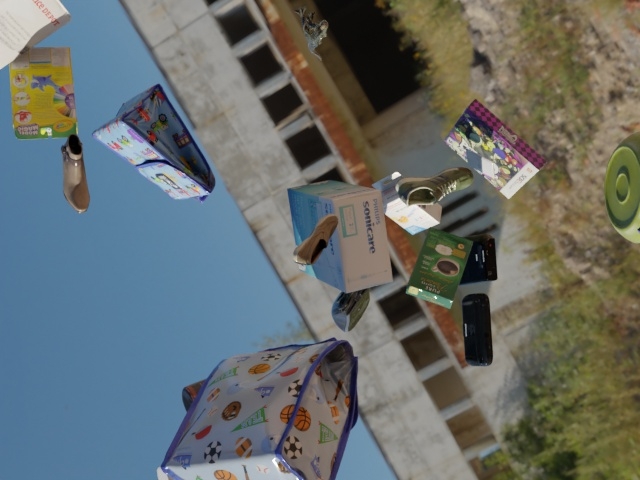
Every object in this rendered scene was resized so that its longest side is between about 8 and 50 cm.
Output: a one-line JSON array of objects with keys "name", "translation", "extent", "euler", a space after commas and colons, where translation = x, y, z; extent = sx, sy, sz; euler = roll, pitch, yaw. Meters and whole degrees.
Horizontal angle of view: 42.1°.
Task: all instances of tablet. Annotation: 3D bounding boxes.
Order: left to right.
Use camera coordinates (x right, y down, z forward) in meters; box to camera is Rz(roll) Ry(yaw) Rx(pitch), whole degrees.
[{"name": "tablet", "translation": [0.369, -0.178, 1.924], "extent": [0.083, 0.006, 0.054], "euler": [37, 156, 41]}]

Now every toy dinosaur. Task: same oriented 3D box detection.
[{"name": "toy dinosaur", "translation": [-0.024, -0.584, 2.317], "extent": [0.268, 0.064, 0.118], "euler": [141, 108, -88]}]

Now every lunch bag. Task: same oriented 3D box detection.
[{"name": "lunch bag", "translation": [-0.374, -0.207, 2.009], "extent": [0.293, 0.138, 0.221], "euler": [49, 154, -20]}, {"name": "lunch bag", "translation": [-0.105, 0.389, 1.830], "extent": [0.239, 0.328, 0.385], "euler": [58, -147, -31]}]

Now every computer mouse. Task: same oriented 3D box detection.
[{"name": "computer mouse", "translation": [0.079, 0.146, 2.165], "extent": [0.072, 0.188, 0.272], "euler": [32, 155, 14]}]

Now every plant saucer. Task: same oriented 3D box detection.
[{"name": "plant saucer", "translation": [0.668, -0.114, 1.799], "extent": [0.241, 0.037, 0.241], "euler": [179, 90, -85]}]

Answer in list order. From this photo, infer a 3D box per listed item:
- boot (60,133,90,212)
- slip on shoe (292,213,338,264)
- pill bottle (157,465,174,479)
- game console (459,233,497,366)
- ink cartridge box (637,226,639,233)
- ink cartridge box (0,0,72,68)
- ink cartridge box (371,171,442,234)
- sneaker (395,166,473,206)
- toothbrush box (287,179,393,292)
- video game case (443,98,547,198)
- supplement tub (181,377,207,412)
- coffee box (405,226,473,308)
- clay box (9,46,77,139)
[{"name": "boot", "translation": [-0.414, -0.118, 1.407], "extent": [0.118, 0.042, 0.087], "euler": [62, 148, 29]}, {"name": "slip on shoe", "translation": [0.000, 0.000, 1.644], "extent": [0.041, 0.135, 0.051], "euler": [18, 137, 34]}, {"name": "pill bottle", "translation": [-0.361, 0.614, 2.258], "extent": [0.152, 0.086, 0.086], "euler": [-17, -107, -38]}, {"name": "game console", "translation": [0.422, 0.168, 2.312], "extent": [0.213, 0.044, 0.361], "euler": [161, 109, -67]}, {"name": "ink cartridge box", "translation": [0.737, -0.061, 1.636], "extent": [0.046, 0.207, 0.097], "euler": [41, -172, -32]}, {"name": "ink cartridge box", "translation": [-0.665, -0.439, 1.642], "extent": [0.117, 0.283, 0.207], "euler": [53, 177, 10]}, {"name": "ink cartridge box", "translation": [0.230, -0.099, 2.260], "extent": [0.181, 0.104, 0.061], "euler": [35, -130, -27]}, {"name": "sneaker", "translation": [0.283, -0.120, 2.023], "extent": [0.086, 0.192, 0.064], "euler": [-98, -2, -53]}, {"name": "toothbrush box", "translation": [0.041, -0.017, 1.950], "extent": [0.295, 0.126, 0.216], "euler": [-158, 58, -65]}, {"name": "video game case", "translation": [0.430, -0.224, 2.075], "extent": [0.232, 0.042, 0.210], "euler": [43, 162, 5]}, {"name": "supplement tub", "translation": [-0.298, 0.446, 2.441], "extent": [0.106, 0.198, 0.106], "euler": [36, 135, 47]}, {"name": "coffee box", "translation": [0.277, 0.062, 1.935], "extent": [0.040, 0.113, 0.184], "euler": [97, -166, -54]}, {"name": "clay box", "translation": [-0.582, -0.301, 1.748], "extent": [0.053, 0.127, 0.222], "euler": [122, 141, -63]}]
